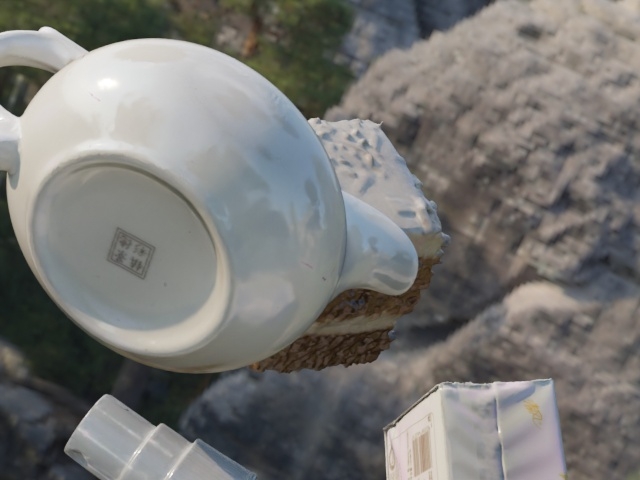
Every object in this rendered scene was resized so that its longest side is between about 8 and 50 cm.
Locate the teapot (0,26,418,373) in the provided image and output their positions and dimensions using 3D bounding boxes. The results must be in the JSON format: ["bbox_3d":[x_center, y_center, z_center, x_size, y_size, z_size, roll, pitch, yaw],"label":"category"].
[{"bbox_3d":[-0.089,-0.029,0.854,0.298,0.204,0.139,36,40,2],"label":"teapot"}]

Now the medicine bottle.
[{"bbox_3d":[-0.003,0.214,0.895,0.352,0.110,0.110,36,19,4],"label":"medicine bottle"}]

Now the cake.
[{"bbox_3d":[0.000,0.000,1.030,0.134,0.147,0.135,-1,46,-42],"label":"cake"}]

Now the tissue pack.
[{"bbox_3d":[0.140,0.255,1.300,0.124,0.225,0.185,0,-21,-14],"label":"tissue pack"}]
